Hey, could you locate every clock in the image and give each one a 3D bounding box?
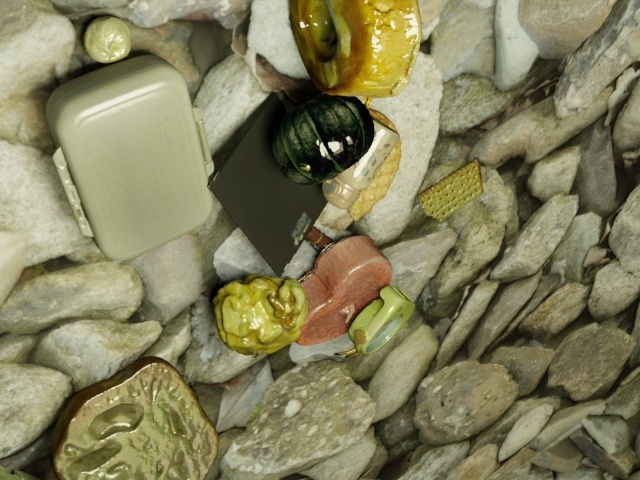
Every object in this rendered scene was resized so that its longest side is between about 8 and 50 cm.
[{"bbox_3d":[0.135,0.223,2.002,0.232,0.069,0.170,-48,158,6],"label":"clock"}]

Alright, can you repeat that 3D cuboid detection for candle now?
[{"bbox_3d":[0.061,0.149,1.991,0.317,0.131,0.287,-44,148,10],"label":"candle"}]

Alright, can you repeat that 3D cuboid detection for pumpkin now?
[{"bbox_3d":[0.006,-0.206,1.591,0.220,0.220,0.162,-29,97,-16],"label":"pumpkin"}]

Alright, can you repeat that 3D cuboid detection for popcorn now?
[{"bbox_3d":[-0.130,0.174,1.799,0.233,0.192,0.266,8,157,-31],"label":"popcorn"}]

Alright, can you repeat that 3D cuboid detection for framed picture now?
[{"bbox_3d":[-0.094,-0.111,1.692,0.255,0.014,0.338,-59,142,-21],"label":"framed picture"}]

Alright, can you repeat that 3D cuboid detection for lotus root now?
[{"bbox_3d":[-0.421,0.456,1.825,0.390,0.111,0.375,13,88,-31],"label":"lotus root"}]

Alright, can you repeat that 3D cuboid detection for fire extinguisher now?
[{"bbox_3d":[0.000,0.000,1.909,0.056,0.039,0.132,-44,139,10],"label":"fire extinguisher"}]

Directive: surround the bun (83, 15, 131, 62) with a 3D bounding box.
[{"bbox_3d":[-0.362,-0.340,1.346,0.086,0.055,0.086,-21,134,-23],"label":"bun"}]

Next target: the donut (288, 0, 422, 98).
[{"bbox_3d":[0.046,-0.403,1.430,0.160,0.330,0.330,-13,130,-21],"label":"donut"}]

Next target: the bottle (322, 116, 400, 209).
[{"bbox_3d":[0.078,-0.168,1.726,0.110,0.097,0.209,15,110,-52],"label":"bottle"}]

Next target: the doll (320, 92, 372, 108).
[{"bbox_3d":[0.054,-0.323,1.681,0.127,0.073,0.084,6,86,-45],"label":"doll"}]

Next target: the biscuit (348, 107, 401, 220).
[{"bbox_3d":[0.103,-0.193,1.830,0.204,0.040,0.309,-39,137,-9],"label":"biscuit"}]

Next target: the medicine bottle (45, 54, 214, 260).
[{"bbox_3d":[-0.345,-0.147,1.461,0.282,0.123,0.375,-26,135,-20],"label":"medicine bottle"}]

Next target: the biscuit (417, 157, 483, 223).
[{"bbox_3d":[0.353,-0.123,2.101,0.203,0.016,0.144,-34,137,-12],"label":"biscuit"}]

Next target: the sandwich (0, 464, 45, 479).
[{"bbox_3d":[-0.650,0.574,1.715,0.095,0.249,0.273,-62,141,-16],"label":"sandwich"}]
